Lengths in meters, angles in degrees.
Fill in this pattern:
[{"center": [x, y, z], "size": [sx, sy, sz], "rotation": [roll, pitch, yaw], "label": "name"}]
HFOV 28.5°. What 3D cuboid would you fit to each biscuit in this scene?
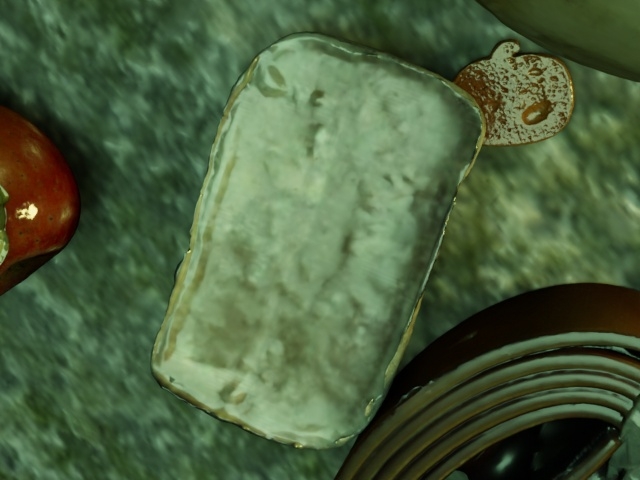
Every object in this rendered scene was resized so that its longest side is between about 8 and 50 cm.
[{"center": [0.137, -0.107, 0.913], "size": [0.091, 0.015, 0.078], "rotation": [-1, 106, 16], "label": "biscuit"}]

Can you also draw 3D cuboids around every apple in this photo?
[{"center": [-0.275, -0.037, 0.986], "size": [0.158, 0.147, 0.156], "rotation": [54, 146, 4], "label": "apple"}]

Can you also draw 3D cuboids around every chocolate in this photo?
[{"center": [0.000, 0.000, 0.940], "size": [0.185, 0.100, 0.303], "rotation": [24, 108, 13], "label": "chocolate"}]

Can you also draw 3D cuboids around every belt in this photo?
[{"center": [0.150, 0.172, 0.946], "size": [0.339, 0.122, 0.217], "rotation": [-41, 92, 24], "label": "belt"}]

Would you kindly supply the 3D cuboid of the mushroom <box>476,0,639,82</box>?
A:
[{"center": [0.208, -0.239, 0.723], "size": [0.293, 0.292, 0.290], "rotation": [28, 95, 5], "label": "mushroom"}]
